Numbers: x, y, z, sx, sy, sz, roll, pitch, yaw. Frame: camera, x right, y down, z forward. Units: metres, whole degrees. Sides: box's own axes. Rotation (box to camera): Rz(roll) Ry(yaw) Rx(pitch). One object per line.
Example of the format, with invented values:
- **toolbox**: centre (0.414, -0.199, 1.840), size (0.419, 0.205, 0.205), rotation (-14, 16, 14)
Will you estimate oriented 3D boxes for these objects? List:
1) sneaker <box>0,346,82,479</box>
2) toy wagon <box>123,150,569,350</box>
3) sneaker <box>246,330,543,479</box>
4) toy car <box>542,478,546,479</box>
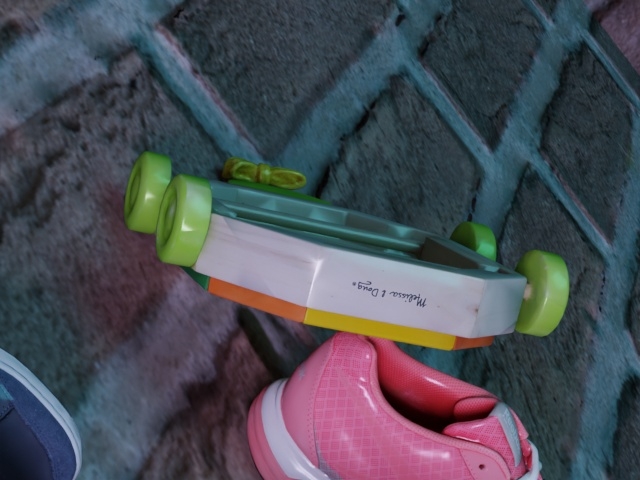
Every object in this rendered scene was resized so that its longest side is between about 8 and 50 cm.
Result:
- **sneaker**: centre (-0.208, 0.090, 0.700), size (0.226, 0.086, 0.163), rotation (33, 19, -21)
- **toy wagon**: centre (0.000, 0.000, 1.104), size (0.267, 0.068, 0.344), rotation (12, 6, -19)
- **sneaker**: centre (0.102, 0.174, 1.040), size (0.314, 0.136, 0.116), rotation (37, 34, -2)
- **toy car**: centre (0.151, 0.272, 1.181), size (0.239, 0.053, 0.225), rotation (60, 25, 13)
